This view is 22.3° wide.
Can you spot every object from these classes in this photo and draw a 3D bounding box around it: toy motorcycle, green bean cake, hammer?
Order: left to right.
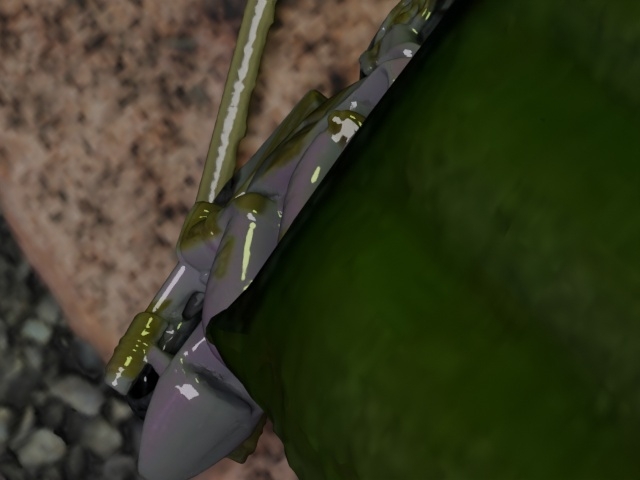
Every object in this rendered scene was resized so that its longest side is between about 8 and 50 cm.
[{"bbox_3d":[-0.036,-0.057,0.670,0.028,0.060,0.195,17,102,12],"label":"hammer"},{"bbox_3d":[0.000,0.000,0.606,0.073,0.152,0.225,34,103,-21],"label":"toy motorcycle"},{"bbox_3d":[0.173,0.014,0.478,0.319,0.335,0.218,-45,46,3],"label":"green bean cake"}]
